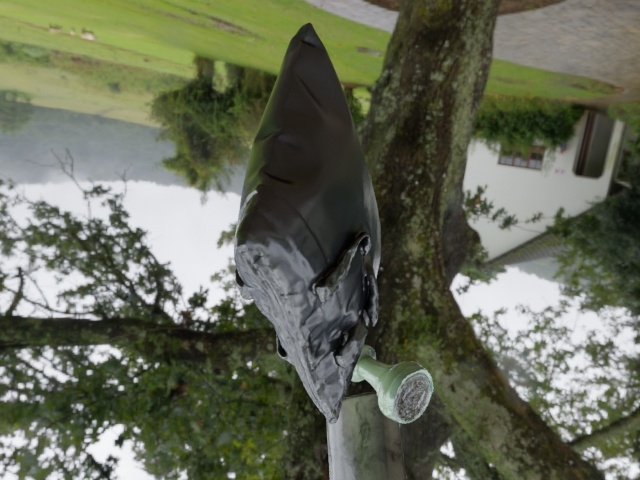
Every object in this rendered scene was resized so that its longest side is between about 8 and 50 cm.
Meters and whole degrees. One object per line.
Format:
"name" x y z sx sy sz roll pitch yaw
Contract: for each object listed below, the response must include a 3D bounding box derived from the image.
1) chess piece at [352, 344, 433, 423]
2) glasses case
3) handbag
"chess piece" 0.043 0.129 0.566 0.059 0.059 0.149 -3 -164 -39
"glasses case" 0.062 0.343 0.655 0.060 0.299 0.114 24 139 -38
"handbag" 0.000 0.000 0.429 0.088 0.254 0.211 0 -131 15
